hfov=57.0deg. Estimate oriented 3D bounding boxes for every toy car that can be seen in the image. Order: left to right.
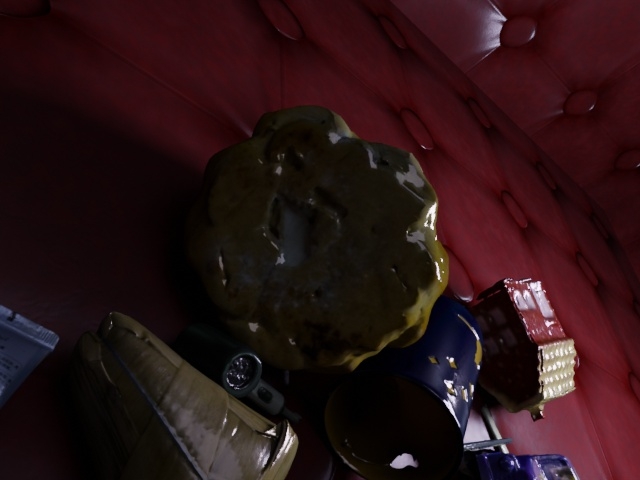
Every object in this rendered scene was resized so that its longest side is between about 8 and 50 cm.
[{"bbox_3d":[0.300,0.380,0.849,0.235,0.158,0.172,48,25,-56],"label":"toy car"}]

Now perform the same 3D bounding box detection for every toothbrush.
[{"bbox_3d":[0.346,0.425,1.020,0.026,0.028,0.294,16,48,-47],"label":"toothbrush"}]

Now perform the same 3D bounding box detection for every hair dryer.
[{"bbox_3d":[-0.073,0.167,0.669,0.057,0.100,0.198,-55,131,-16],"label":"hair dryer"}]

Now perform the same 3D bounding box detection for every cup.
[{"bbox_3d":[0.120,0.228,0.834,0.178,0.255,0.256,20,25,16],"label":"cup"}]

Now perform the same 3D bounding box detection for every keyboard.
[{"bbox_3d":[0.249,0.332,0.956,0.176,0.055,0.014,14,59,-46],"label":"keyboard"}]

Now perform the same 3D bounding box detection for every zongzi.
[{"bbox_3d":[-0.168,0.217,0.502,0.228,0.115,0.256,38,57,-3],"label":"zongzi"}]

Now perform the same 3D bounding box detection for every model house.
[{"bbox_3d":[0.392,0.220,1.155,0.196,0.160,0.254,9,56,-49],"label":"model house"}]

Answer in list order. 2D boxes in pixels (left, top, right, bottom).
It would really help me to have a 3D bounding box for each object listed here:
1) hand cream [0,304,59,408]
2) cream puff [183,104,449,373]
[{"bbox_3d":[-0.292,0.146,0.426,0.091,0.058,0.271,31,34,-14],"label":"hand cream"},{"bbox_3d":[0.001,0.002,0.763,0.324,0.291,0.257,29,5,5],"label":"cream puff"}]
